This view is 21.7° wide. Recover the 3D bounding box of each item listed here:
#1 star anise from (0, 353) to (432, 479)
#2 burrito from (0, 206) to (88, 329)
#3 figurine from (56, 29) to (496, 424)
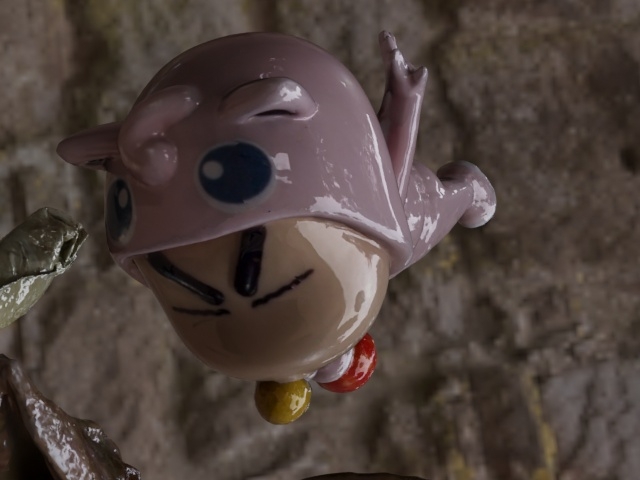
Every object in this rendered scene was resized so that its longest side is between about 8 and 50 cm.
[{"bbox_3d":[-0.088,0.177,0.787,0.349,0.292,0.109,-45,-148,31],"label":"star anise"},{"bbox_3d":[-0.195,0.036,0.931,0.045,0.188,0.058,51,-47,-1],"label":"burrito"},{"bbox_3d":[0.000,0.000,0.895,0.287,0.176,0.186,34,43,-61],"label":"figurine"}]
